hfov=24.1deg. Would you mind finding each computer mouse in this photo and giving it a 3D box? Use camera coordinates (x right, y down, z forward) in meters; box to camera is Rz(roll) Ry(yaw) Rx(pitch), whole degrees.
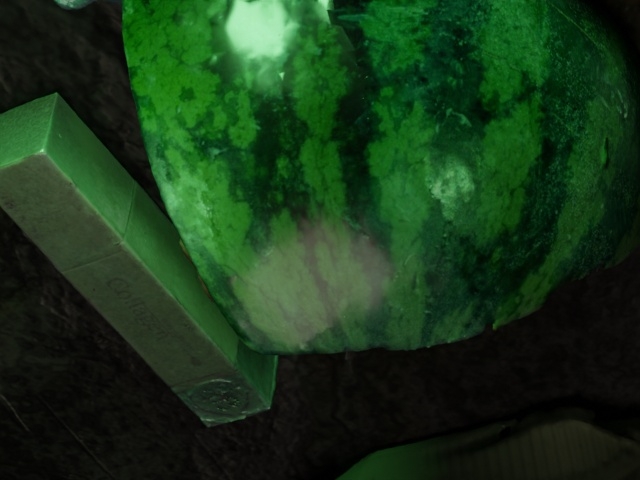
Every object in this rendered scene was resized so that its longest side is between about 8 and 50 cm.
[{"bbox_3d":[0.162,0.282,1.340,0.429,0.145,0.228,-15,136,19],"label":"computer mouse"}]

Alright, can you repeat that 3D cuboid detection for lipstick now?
[{"bbox_3d":[-0.138,0.025,1.139,0.066,0.068,0.317,-18,133,22],"label":"lipstick"}]

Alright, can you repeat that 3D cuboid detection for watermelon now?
[{"bbox_3d":[0.065,-0.029,0.933,0.292,0.222,0.319,-9,147,14],"label":"watermelon"}]

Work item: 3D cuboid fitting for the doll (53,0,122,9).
[{"bbox_3d":[-0.123,-0.210,0.885,0.120,0.075,0.180,-8,136,7],"label":"doll"}]
